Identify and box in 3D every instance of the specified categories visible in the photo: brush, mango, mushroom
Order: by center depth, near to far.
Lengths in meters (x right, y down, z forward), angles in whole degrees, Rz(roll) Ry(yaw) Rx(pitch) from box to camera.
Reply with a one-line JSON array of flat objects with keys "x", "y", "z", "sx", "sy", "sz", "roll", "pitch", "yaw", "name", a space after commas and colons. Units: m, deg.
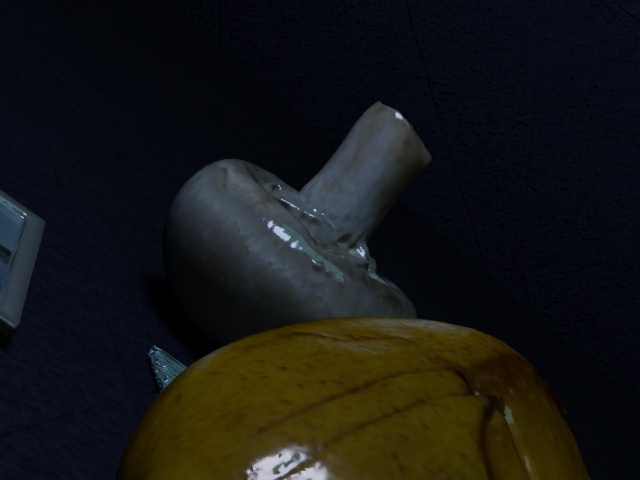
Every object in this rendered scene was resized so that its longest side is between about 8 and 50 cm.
[{"x": 0.016, "y": 0.137, "z": 0.775, "sx": 0.199, "sy": 0.201, "sz": 0.350, "roll": -1, "pitch": -3, "yaw": 30, "name": "mango"}, {"x": -0.025, "y": 0.139, "z": 1.056, "sx": 0.205, "sy": 0.011, "sz": 0.083, "roll": 36, "pitch": 9, "yaw": -23, "name": "brush"}, {"x": 0.000, "y": 0.000, "z": 1.188, "sx": 0.207, "sy": 0.215, "sz": 0.207, "roll": 39, "pitch": 1, "yaw": -1, "name": "mushroom"}]

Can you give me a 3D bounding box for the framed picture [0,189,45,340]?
[{"x": -0.290, "y": -0.060, "z": 0.958, "sx": 0.289, "sy": 0.016, "sz": 0.213, "roll": 37, "pitch": 10, "yaw": -14, "name": "framed picture"}]
